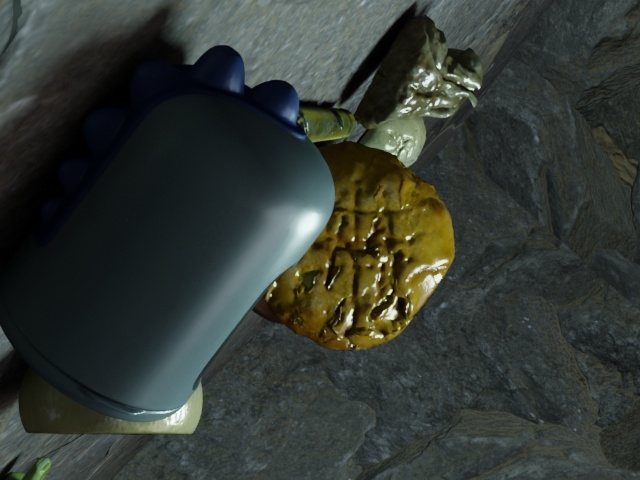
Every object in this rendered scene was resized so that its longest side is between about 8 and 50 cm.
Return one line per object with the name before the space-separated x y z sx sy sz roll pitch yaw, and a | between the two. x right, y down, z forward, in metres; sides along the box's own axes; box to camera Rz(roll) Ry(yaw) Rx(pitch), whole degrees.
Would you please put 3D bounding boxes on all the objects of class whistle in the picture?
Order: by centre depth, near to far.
whistle | -0.007 -0.191 1.659 0.068 0.057 0.326 -50 174 16
whistle | -0.580 0.508 1.873 0.288 0.106 0.131 -50 180 26

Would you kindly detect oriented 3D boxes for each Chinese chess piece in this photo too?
Chinese chess piece | -0.297 0.225 1.422 0.257 0.257 0.104 100 -9 -79

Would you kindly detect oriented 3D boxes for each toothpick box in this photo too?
toothpick box | -0.147 -0.023 0.997 0.355 0.263 0.263 -50 174 15

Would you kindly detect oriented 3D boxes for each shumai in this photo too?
shumai | 0.188 -0.270 1.788 0.218 0.185 0.184 -61 -179 2

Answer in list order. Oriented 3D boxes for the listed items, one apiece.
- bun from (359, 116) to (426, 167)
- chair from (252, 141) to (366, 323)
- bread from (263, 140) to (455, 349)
bun | 0.170 -0.224 2.380 0.193 0.128 0.178 -42 174 -27
chair | 0.000 0.000 2.156 0.401 0.226 0.226 -46 174 -13
bread | 0.050 0.011 1.930 0.398 0.398 0.215 -47 -177 -6
